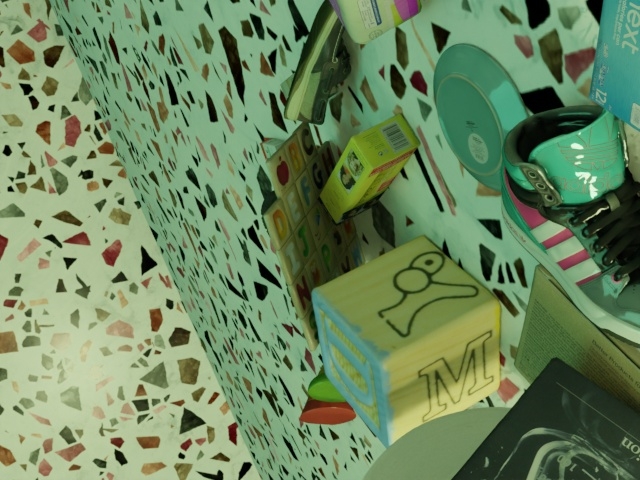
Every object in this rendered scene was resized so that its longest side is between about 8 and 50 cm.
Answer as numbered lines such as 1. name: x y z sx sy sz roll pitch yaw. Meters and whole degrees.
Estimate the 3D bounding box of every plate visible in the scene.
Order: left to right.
1. plate: 0.182 -0.139 1.113 0.188 0.024 0.188 51 156 33

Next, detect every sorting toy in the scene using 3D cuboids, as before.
1. sorting toy: 0.033 0.265 1.941 0.365 0.127 0.126 106 164 -59

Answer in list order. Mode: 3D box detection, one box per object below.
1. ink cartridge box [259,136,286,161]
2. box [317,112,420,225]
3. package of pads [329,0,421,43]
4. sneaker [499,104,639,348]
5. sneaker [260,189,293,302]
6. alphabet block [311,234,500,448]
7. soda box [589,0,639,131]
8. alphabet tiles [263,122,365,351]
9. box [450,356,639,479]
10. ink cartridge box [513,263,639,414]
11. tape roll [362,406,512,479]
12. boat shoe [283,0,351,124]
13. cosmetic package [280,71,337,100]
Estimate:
1. ink cartridge box: -0.087 -0.158 1.778 0.115 0.029 0.063 21 134 63
2. box: 0.066 -0.099 1.376 0.058 0.087 0.232 58 159 11
3. package of pads: 0.004 -0.386 1.054 0.296 0.101 0.229 61 -176 11
4. sneaker: 0.269 -0.033 0.888 0.295 0.124 0.178 47 164 44
5. sneaker: -0.015 0.029 1.724 0.286 0.109 0.130 62 155 0
6. alphabet block: 0.124 0.144 1.355 0.192 0.197 0.193 47 154 43
7. soda box: 0.271 -0.193 0.741 0.067 0.071 0.210 47 154 39
8. alphabet tiles: 0.000 0.000 1.476 0.011 0.285 0.342 -8 113 24
9. box: 0.255 0.344 0.864 0.343 0.312 0.179 35 149 22
10. ink cartridge box: 0.322 0.143 1.004 0.235 0.088 0.193 50 156 34
11. tape roll: 0.220 0.367 1.097 0.392 0.392 0.072 47 153 41
12. boat shoe: 0.009 -0.254 1.351 0.223 0.073 0.080 117 164 -45
13. cosmetic package: -0.020 -0.239 1.485 0.060 0.041 0.115 65 161 -2
